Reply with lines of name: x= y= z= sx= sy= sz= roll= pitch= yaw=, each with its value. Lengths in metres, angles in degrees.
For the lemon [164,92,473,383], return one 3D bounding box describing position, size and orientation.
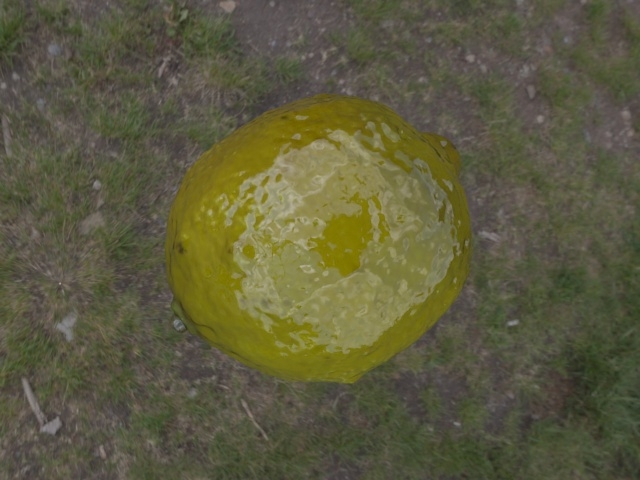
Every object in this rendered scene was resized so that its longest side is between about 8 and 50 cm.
lemon: x=0.000 y=0.000 z=0.466 sx=0.231 sy=0.192 sz=0.192 roll=-32 pitch=98 yaw=-7
